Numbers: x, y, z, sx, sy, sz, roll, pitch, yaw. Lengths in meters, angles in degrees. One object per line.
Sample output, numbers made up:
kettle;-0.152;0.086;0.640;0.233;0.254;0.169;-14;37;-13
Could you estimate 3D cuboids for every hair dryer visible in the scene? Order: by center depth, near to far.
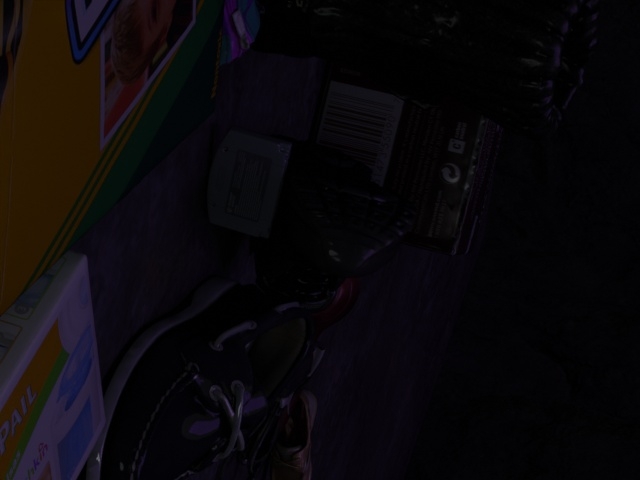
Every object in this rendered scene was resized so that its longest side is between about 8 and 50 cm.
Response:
hair dryer;-0.033;0.103;1.391;0.293;0.080;0.223;-56;173;-47

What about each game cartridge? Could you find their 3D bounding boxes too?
game cartridge;-0.056;-0.045;1.058;0.017;0.056;0.083;-73;179;-60

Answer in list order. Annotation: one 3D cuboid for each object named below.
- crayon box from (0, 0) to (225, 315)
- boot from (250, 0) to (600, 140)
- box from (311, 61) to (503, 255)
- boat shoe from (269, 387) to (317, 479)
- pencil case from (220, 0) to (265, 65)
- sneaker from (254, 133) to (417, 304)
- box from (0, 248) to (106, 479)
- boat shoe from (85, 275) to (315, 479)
crayon box;-0.119;-0.161;0.469;0.313;0.106;0.363;-57;158;-59
boot;0.081;-0.171;1.057;0.348;0.260;0.131;-45;147;-69
box;0.088;-0.083;1.444;0.203;0.167;0.168;0;104;-79
boat shoe;-0.034;0.229;1.540;0.045;0.050;0.135;29;65;-75
pencil case;-0.070;-0.166;0.806;0.064;0.070;0.152;-45;156;-20
sneaker;0.000;0.000;1.138;0.286;0.109;0.130;-113;-137;-78
box;-0.171;0.098;0.535;0.114;0.103;0.203;93;16;-46
boat shoe;-0.081;0.108;1.032;0.302;0.091;0.114;-56;157;-61
